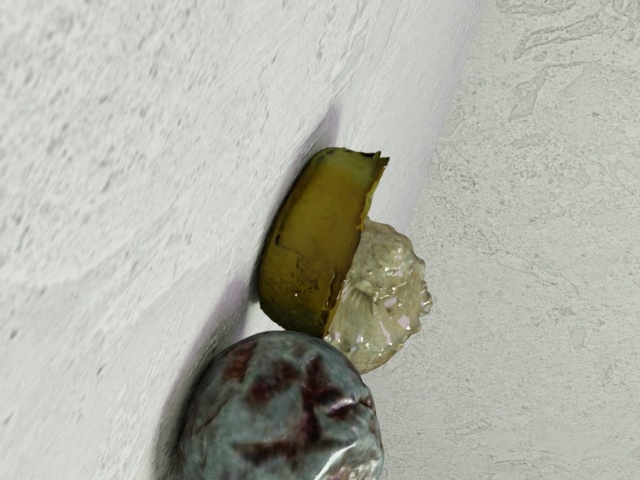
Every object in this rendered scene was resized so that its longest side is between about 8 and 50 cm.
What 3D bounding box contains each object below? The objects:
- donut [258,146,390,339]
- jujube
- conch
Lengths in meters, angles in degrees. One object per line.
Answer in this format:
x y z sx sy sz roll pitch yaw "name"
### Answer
0.000 0.000 1.113 0.272 0.107 0.272 21 90 -86 "donut"
-0.052 0.241 1.014 0.247 0.215 0.308 -17 134 -36 "jujube"
0.063 0.140 1.527 0.297 0.210 0.352 -37 150 -44 "conch"
